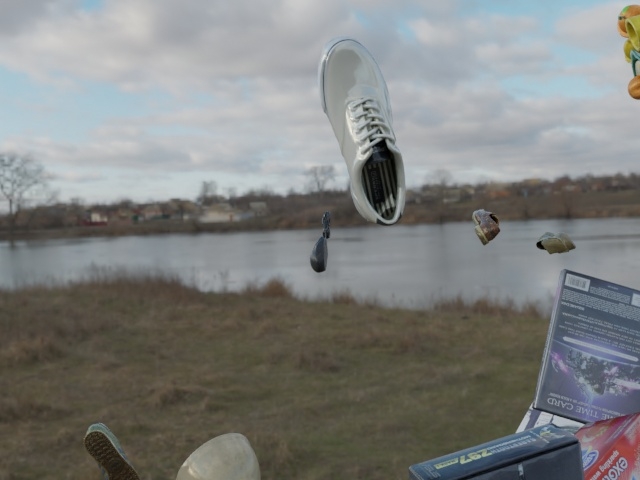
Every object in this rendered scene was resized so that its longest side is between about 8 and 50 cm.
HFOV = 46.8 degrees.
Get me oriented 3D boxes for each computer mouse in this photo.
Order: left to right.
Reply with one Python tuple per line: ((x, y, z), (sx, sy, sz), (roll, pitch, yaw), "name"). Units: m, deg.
((0.000, 0.000, 1.945), (0.041, 0.071, 0.242), (-2, 33, 8), "computer mouse")

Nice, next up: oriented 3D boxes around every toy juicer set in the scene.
((0.690, -0.345, 1.578), (0.089, 0.329, 0.209), (-23, 27, 13), "toy juicer set")

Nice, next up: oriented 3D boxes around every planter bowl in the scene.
((-0.178, 0.465, 1.406), (0.162, 0.162, 0.109), (-2, 33, -41), "planter bowl")

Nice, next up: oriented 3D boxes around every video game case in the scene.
((0.523, 0.210, 1.393), (0.196, 0.274, 0.026), (16, -13, 2), "video game case")

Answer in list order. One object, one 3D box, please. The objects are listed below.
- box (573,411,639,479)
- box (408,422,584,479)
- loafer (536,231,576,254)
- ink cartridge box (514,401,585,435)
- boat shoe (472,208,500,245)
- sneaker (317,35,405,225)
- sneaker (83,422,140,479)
((0.383, 0.367, 1.035), (0.256, 0.128, 0.122), (-30, -5, -32), "box")
((0.204, 0.337, 0.811), (0.183, 0.233, 0.059), (-12, 11, -16), "box")
((0.605, 0.012, 1.904), (0.050, 0.056, 0.148), (-40, 6, -5), "loafer")
((0.521, 0.432, 1.584), (0.172, 0.237, 0.100), (13, -28, 51), "ink cartridge box")
((0.432, -0.041, 1.900), (0.060, 0.064, 0.178), (-30, 13, 17), "boat shoe")
((0.067, -0.141, 0.972), (0.094, 0.258, 0.091), (-21, 19, -10), "sneaker")
((-0.414, 0.449, 1.493), (0.064, 0.192, 0.086), (-29, 14, -10), "sneaker")
